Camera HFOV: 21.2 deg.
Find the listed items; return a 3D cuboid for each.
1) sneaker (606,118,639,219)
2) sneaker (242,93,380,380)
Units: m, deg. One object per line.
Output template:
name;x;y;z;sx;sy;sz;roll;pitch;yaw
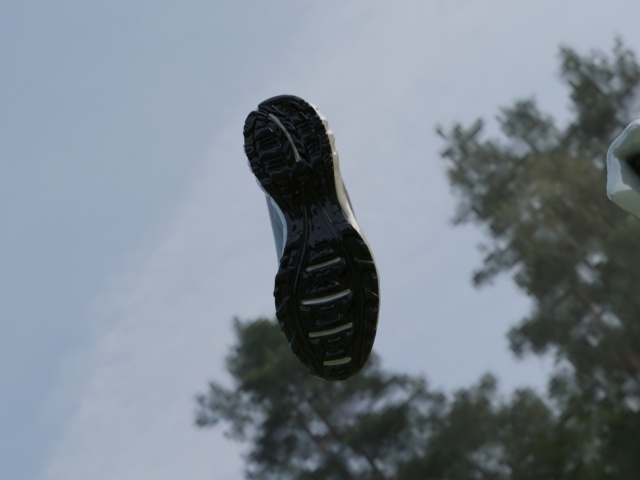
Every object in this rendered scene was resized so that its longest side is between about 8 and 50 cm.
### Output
sneaker;0.119;0.017;0.402;0.061;0.152;0.054;12;-68;-34
sneaker;0.000;0.000;1.618;0.100;0.271;0.108;-13;-13;7
